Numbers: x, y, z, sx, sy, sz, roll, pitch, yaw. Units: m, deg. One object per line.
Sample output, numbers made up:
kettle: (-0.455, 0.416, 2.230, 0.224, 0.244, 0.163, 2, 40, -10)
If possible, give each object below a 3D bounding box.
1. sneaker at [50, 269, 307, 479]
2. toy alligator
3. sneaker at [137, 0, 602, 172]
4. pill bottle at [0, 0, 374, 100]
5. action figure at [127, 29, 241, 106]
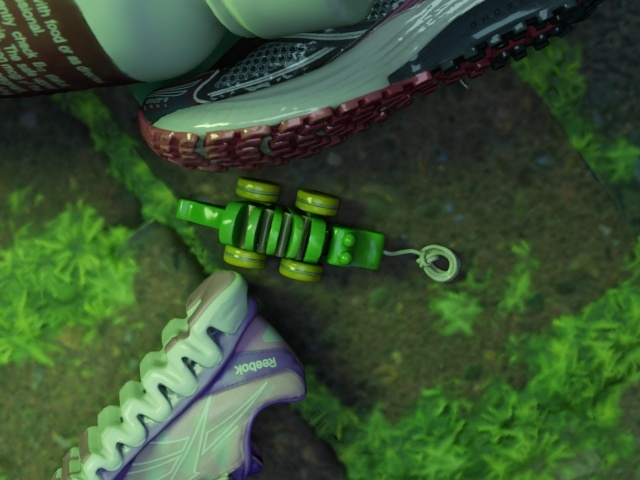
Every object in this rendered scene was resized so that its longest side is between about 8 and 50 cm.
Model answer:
sneaker: (-0.095, 0.138, 1.076, 0.104, 0.095, 0.236, 38, 95, -13)
toy alligator: (0.000, 0.000, 1.072, 0.190, 0.051, 0.056, 12, 98, -2)
sneaker: (0.024, -0.131, 1.031, 0.299, 0.121, 0.112, -26, 83, -4)
pill bottle: (-0.177, -0.188, 0.915, 0.392, 0.224, 0.224, -5, 98, 17)
action figure: (-0.053, -0.197, 1.043, 0.232, 0.063, 0.137, -37, 94, 1)
